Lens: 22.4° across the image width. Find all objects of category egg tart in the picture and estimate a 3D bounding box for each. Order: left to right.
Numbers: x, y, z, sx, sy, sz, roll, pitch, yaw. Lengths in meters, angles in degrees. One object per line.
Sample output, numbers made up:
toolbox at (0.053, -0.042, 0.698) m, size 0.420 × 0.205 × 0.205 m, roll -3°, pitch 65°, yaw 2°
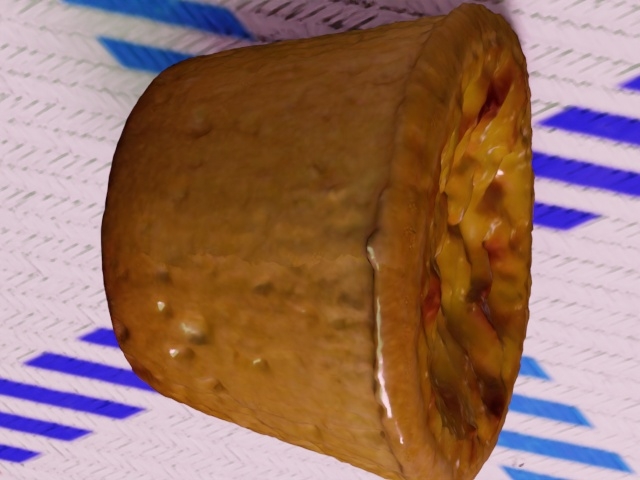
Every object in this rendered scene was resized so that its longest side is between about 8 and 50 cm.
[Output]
egg tart at (0.000, 0.000, 0.671) m, size 0.147 × 0.202 × 0.202 m, roll 5°, pitch 133°, yaw 20°
